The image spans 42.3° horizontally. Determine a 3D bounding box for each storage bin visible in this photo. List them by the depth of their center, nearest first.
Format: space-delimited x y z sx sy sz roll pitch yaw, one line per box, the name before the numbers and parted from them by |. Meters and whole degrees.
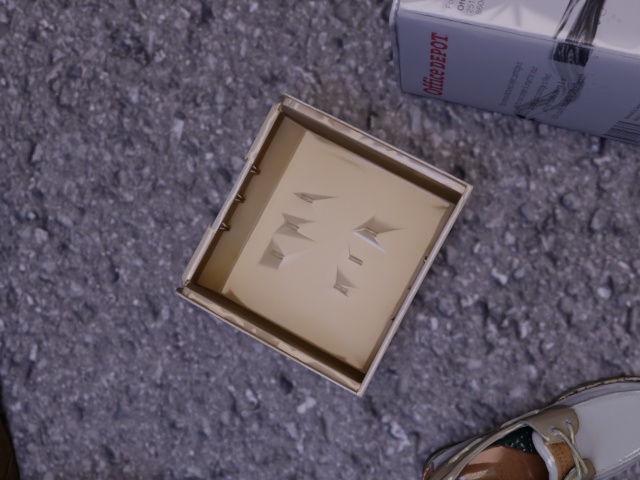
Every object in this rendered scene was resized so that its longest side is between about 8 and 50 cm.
storage bin | 0.000 0.000 0.979 0.260 0.123 0.262 28 90 8

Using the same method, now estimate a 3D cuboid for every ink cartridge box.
ink cartridge box | 0.286 -0.226 0.877 0.394 0.285 0.166 14 86 8

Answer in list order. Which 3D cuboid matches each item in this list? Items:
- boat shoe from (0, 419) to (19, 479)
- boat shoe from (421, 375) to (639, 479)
boat shoe | -0.460 0.212 1.034 0.096 0.098 0.277 -13 85 5
boat shoe | 0.261 0.244 0.937 0.302 0.103 0.113 -25 83 5
